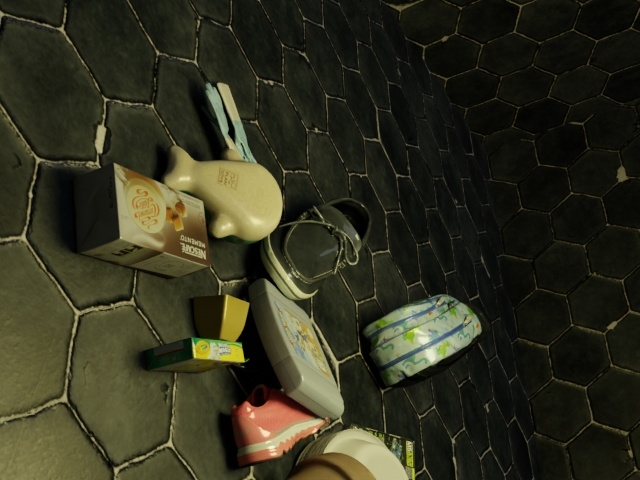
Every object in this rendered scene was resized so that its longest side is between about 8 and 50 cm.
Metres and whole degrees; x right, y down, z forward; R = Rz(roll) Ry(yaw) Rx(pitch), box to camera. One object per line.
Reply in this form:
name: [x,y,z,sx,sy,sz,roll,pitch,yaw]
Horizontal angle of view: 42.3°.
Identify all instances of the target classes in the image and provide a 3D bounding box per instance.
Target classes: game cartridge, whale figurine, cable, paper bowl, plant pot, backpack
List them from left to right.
whale figurine: [-0.214,-0.091,1.707,0.272,0.141,0.216,22,55,-29]
plant pot: [-0.196,0.156,1.605,0.081,0.081,0.083,28,61,-56]
cable: [-0.144,0.200,1.714,0.150,0.047,0.184,64,26,-16]
game cartridge: [-0.057,0.218,1.722,0.198,0.062,0.297,49,12,-47]
plant pot: [-0.035,0.535,1.516,0.229,0.263,0.263,4,69,-45]
paper bowl: [0.084,0.544,1.760,0.284,0.148,0.284,26,51,-36]
backpack: [0.274,0.280,2.296,0.273,0.290,0.355,59,33,-7]

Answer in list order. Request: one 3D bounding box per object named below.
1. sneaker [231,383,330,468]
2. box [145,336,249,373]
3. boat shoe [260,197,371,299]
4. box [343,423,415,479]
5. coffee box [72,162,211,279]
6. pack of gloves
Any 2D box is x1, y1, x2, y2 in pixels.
sneaker: [-0.078,0.346,1.671,0.314,0.116,0.136,-12,82,-66]
box: [-0.216,0.209,1.488,0.179,0.105,0.043,23,54,-59]
boat shoe: [0.000,0.000,1.982,0.186,0.156,0.500,55,24,-1]
box: [0.140,0.549,1.970,0.184,0.045,0.190,21,48,-23]
coffee box: [-0.311,-0.026,1.460,0.246,0.098,0.141,26,51,-57]
pack of gloves: [-0.216,-0.248,1.897,0.195,0.046,0.232,-34,104,-80]
